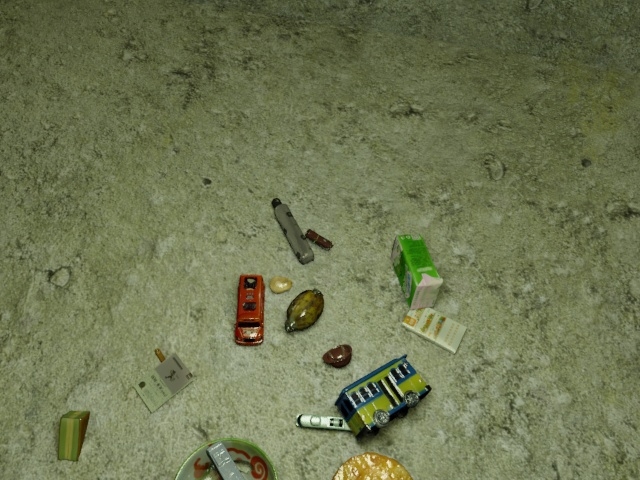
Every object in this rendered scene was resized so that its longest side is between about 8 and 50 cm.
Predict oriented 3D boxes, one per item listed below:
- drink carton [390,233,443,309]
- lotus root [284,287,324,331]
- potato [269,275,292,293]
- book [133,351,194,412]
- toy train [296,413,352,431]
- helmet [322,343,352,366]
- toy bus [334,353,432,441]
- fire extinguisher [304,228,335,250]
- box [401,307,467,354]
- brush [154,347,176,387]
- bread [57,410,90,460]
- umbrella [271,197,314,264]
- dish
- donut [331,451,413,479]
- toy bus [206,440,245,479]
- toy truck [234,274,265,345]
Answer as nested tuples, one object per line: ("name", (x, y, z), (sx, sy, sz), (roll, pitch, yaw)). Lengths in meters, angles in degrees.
("drink carton", (0.367, 0.110, 2.047), (0.108, 0.161, 0.271), (-7, 49, -10))
("lotus root", (-0.060, 0.264, 1.969), (0.120, 0.120, 0.209), (33, 59, 17))
("potato", (-0.153, 0.170, 2.054), (0.083, 0.062, 0.068), (-8, 85, 18))
("book", (-0.541, 0.490, 1.835), (0.181, 0.014, 0.127), (-38, 64, -16))
("toy train", (0.021, 0.614, 1.785), (0.207, 0.047, 0.043), (6, 62, -2))
("helmet", (0.068, 0.426, 1.904), (0.111, 0.057, 0.089), (-23, 25, -11))
("toy bus", (0.211, 0.524, 1.778), (0.287, 0.138, 0.175), (-22, 62, -29))
("fire extinguisher", (0.000, 0.000, 2.167), (0.132, 0.039, 0.056), (31, 56, -19))
("box", (0.429, 0.327, 2.006), (0.220, 0.032, 0.122), (28, 60, 13))
("brush", (-0.543, 0.448, 1.878), (0.043, 0.014, 0.170), (-30, 63, -22))
("bread", (-0.808, 0.639, 1.738), (0.074, 0.084, 0.139), (2, 88, -3))
("umbrella", (-0.121, -0.045, 2.194), (0.073, 0.067, 0.337), (-14, 57, -25))
("dish", (-0.286, 0.784, 1.616), (0.324, 0.124, 0.324), (1, 50, -2))
("donut", (0.154, 0.818, 1.626), (0.302, 0.110, 0.303), (3, 56, -4))
("toy bus", (-0.274, 0.685, 1.569), (0.064, 0.075, 0.190), (-29, 57, -23))
("toy truck", (-0.261, 0.254, 1.961), (0.107, 0.114, 0.253), (1, 56, -5))
